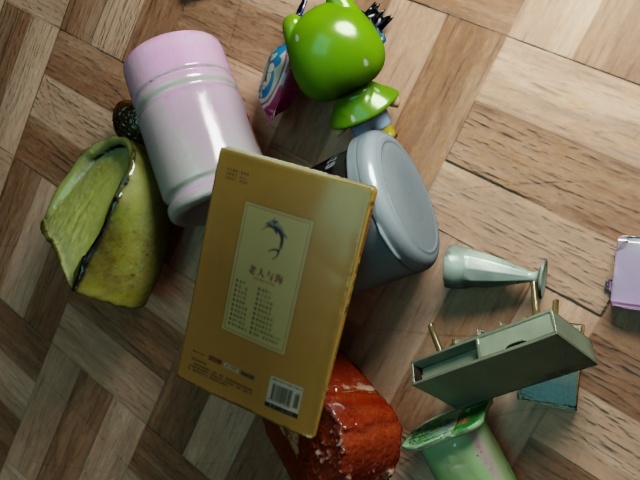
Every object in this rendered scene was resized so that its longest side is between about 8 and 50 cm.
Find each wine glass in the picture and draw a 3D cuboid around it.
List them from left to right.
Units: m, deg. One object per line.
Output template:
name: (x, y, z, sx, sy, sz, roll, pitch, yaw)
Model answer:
wine glass: (0.276, 0.052, 1.024, 0.155, 0.073, 0.073, 9, 93, 24)

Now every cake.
cake: (0.006, 0.302, 1.066, 0.283, 0.151, 0.177, 41, 115, 47)

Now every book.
book: (-0.079, 0.074, 0.973, 0.269, 0.032, 0.388, 19, 102, 25)

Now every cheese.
cheese: (-0.065, -0.330, 1.181, 0.062, 0.155, 0.244, 16, 83, -15)

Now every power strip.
power strip: (0.550, 0.058, 0.899, 0.279, 0.037, 0.109, 7, 93, 27)

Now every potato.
potato: (-0.387, -0.049, 1.308, 0.330, 0.213, 0.280, 36, 95, 48)

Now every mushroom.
mushroom: (-0.386, -0.243, 1.358, 0.126, 0.085, 0.109, 12, 95, 33)

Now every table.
table: (0.267, 0.156, 0.978, 0.240, 0.122, 0.111, -29, 43, 33)

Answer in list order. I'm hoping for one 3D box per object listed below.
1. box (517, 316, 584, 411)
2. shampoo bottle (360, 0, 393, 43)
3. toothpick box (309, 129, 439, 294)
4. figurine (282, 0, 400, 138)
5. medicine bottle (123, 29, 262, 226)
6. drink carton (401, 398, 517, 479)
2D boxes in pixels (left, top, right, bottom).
box: (0.358, 0.191, 1.004, 0.090, 0.023, 0.133, 4, 91, 26)
shampoo bottle: (0.051, -0.346, 1.155, 0.183, 0.050, 0.087, -43, 69, 20)
toothpick box: (0.000, 0.000, 1.083, 0.355, 0.263, 0.263, -22, 79, 26)
figurine: (0.045, -0.274, 1.079, 0.162, 0.143, 0.263, -23, 112, 17)
medicine bottle: (-0.230, -0.204, 1.212, 0.202, 0.202, 0.315, -24, 79, 25)
drink carton: (0.228, 0.348, 1.010, 0.144, 0.146, 0.142, -28, 85, 24)
